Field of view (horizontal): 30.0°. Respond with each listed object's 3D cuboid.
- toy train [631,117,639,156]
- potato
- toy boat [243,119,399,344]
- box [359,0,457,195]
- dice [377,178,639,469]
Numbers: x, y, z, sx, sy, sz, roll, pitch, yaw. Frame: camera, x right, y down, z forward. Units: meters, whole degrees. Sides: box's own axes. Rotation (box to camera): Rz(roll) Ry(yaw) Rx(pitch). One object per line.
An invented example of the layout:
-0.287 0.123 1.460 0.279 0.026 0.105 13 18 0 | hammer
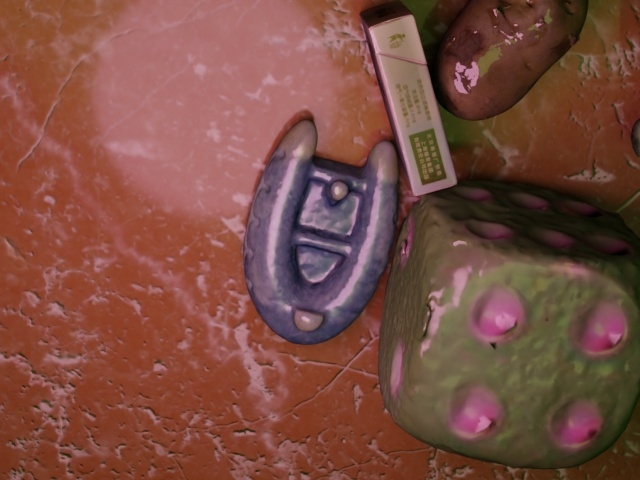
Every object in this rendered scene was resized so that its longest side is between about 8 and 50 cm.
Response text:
0.637 -0.211 1.671 0.397 0.160 0.253 -3 109 -1 | toy train
0.253 -0.281 1.628 0.165 0.165 0.262 35 115 -13 | potato
0.000 0.000 1.726 0.215 0.123 0.329 16 105 -10 | toy boat
0.120 -0.199 1.650 0.067 0.155 0.242 -17 109 1 | box
0.264 0.108 1.672 0.323 0.318 0.330 7 108 -6 | dice
